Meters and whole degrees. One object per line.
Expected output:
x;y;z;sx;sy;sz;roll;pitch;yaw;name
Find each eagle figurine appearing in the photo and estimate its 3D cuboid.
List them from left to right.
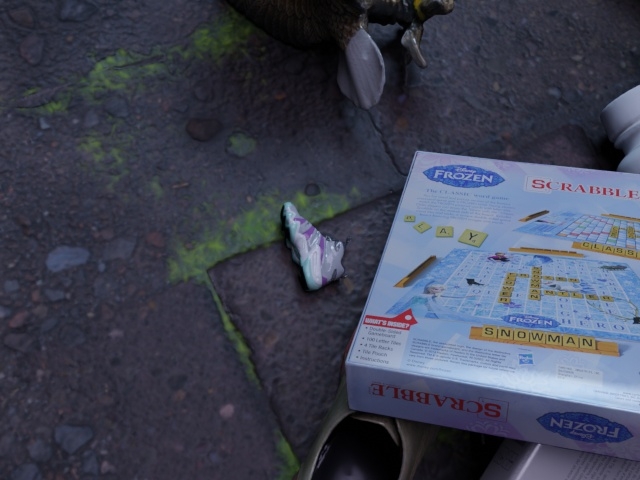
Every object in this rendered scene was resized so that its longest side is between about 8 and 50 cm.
0.000;-0.312;0.912;0.298;0.226;0.225;24;30;-19;eagle figurine

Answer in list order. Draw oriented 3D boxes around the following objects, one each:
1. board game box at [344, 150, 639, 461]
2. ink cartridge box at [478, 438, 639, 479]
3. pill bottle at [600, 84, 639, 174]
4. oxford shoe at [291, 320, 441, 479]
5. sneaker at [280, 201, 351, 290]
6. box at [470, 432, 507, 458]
0.214;0.044;0.770;0.318;0.066;0.318;8;41;14;board game box
0.250;0.306;0.766;0.261;0.066;0.296;35;85;-7;ink cartridge box
0.411;-0.064;0.942;0.131;0.131;0.229;-15;74;-16;pill bottle
0.070;0.157;0.792;0.123;0.130;0.348;25;66;1;oxford shoe
0.000;0.000;0.889;0.069;0.038;0.098;-17;84;-18;sneaker
0.248;0.148;0.861;0.180;0.077;0.148;4;69;-10;box
